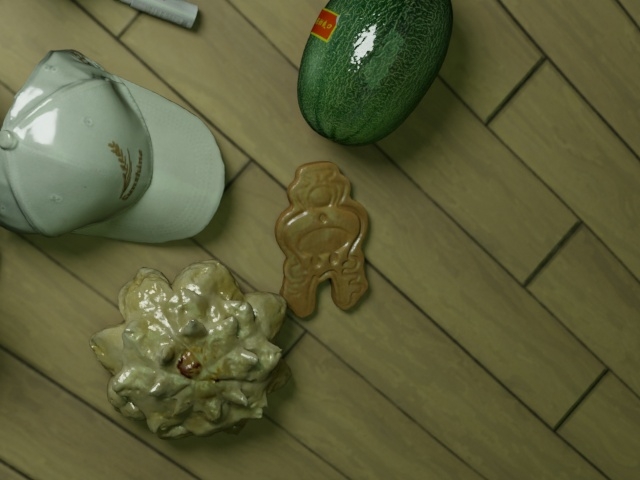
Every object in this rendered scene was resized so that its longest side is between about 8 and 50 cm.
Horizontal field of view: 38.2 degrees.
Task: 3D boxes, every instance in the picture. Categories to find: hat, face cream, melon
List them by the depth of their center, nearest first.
[{"bbox_3d":[-0.269,-0.088,1.204,0.301,0.168,0.258,18,100,-21],"label":"hat"},{"bbox_3d":[-0.229,-0.318,1.225,0.130,0.034,0.034,16,99,-21],"label":"face cream"},{"bbox_3d":[0.078,-0.264,1.261,0.182,0.182,0.287,31,96,-23],"label":"melon"}]

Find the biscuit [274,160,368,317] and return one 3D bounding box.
[{"bbox_3d":[0.003,-0.002,1.391,0.144,0.040,0.236,-10,110,-21],"label":"biscuit"}]

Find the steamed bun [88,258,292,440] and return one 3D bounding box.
[{"bbox_3d":[-0.167,0.173,1.329,0.292,0.137,0.295,-23,109,-12],"label":"steamed bun"}]
